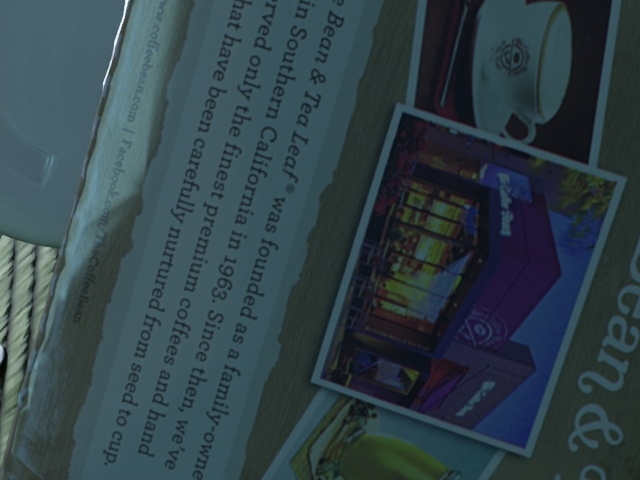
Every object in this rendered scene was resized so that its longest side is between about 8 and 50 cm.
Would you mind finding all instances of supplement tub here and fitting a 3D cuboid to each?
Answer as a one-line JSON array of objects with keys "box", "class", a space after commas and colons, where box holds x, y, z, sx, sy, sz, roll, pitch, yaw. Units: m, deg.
[{"box": [-0.181, -0.129, 1.234, 0.316, 0.228, 0.228, -151, 68, -68], "class": "supplement tub"}]

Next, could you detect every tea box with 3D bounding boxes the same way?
[{"box": [0.054, -0.028, 0.755, 0.323, 0.220, 0.329, -45, -27, -74], "class": "tea box"}]

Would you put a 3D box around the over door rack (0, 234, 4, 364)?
[{"box": [-0.309, -0.078, 1.557, 0.239, 0.108, 0.324, 49, 127, 46], "class": "over door rack"}]
